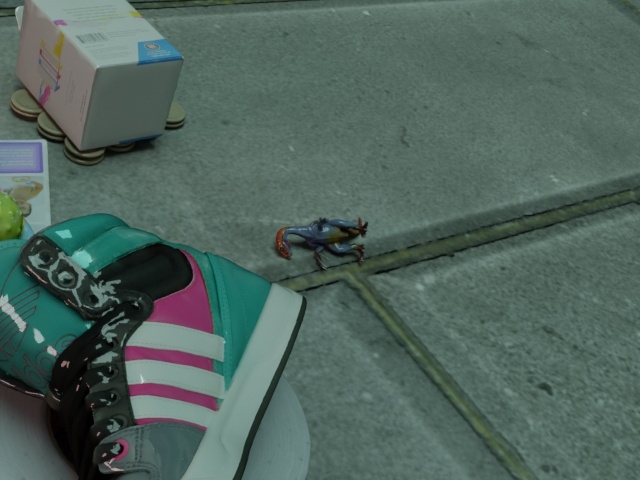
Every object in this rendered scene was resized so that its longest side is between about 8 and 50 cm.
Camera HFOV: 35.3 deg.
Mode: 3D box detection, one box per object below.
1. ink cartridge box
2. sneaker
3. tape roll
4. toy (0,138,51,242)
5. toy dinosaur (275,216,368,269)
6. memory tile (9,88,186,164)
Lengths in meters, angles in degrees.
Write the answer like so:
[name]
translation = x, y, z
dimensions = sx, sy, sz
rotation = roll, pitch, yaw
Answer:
[ink cartridge box]
translation = -0.209, -0.165, 0.919
dimensions = 0.092, 0.090, 0.143
rotation = -16, 51, -40
[sneaker]
translation = -0.123, 0.082, 0.534
dimensions = 0.178, 0.124, 0.295
rotation = 26, 29, -2
[tape roll]
translation = -0.120, 0.134, 0.638
dimensions = 0.219, 0.072, 0.219
rotation = 14, 38, -11
[toy]
translation = -0.273, -0.019, 0.757
dimensions = 0.136, 0.056, 0.237
rotation = -1, 41, -16
[toy dinosaur]
translation = 0.000, 0.000, 0.905
dimensions = 0.082, 0.047, 0.090
rotation = 8, 6, -4
[memory tile]
translation = -0.208, -0.124, 0.957
dimensions = 0.113, 0.012, 0.148
rotation = 36, 39, 18
